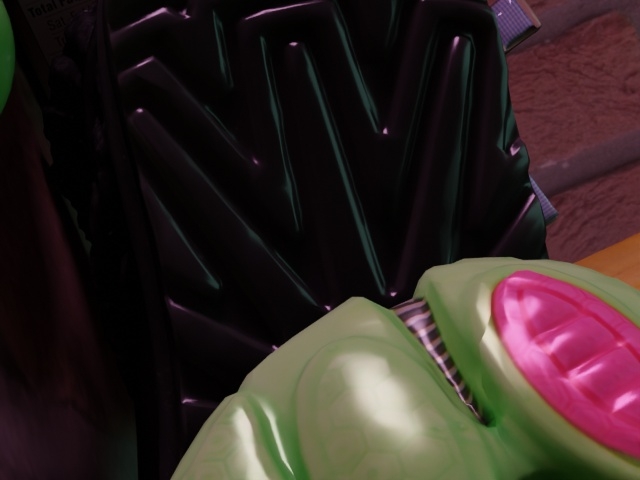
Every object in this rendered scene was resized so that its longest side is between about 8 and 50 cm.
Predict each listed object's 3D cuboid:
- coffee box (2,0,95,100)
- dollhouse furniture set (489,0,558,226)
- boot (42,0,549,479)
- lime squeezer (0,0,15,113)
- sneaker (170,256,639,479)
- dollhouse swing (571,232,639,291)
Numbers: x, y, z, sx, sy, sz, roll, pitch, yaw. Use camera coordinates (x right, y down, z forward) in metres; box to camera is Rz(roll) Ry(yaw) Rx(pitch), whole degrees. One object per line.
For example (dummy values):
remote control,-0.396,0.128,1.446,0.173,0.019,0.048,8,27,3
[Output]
coffee box,-0.041,-0.061,0.817,0.168,0.118,0.297,-100,167,-66
dollhouse furniture set,0.095,-0.087,1.537,0.303,0.286,0.198,57,4,1
boot,-0.007,0.059,0.587,0.260,0.131,0.348,161,-75,-77
lime squeezer,-0.108,-0.057,0.381,0.310,0.058,0.110,-89,157,-77
sneaker,0.061,0.244,0.395,0.202,0.185,0.483,96,-18,-80
dollhouse swing,0.223,0.217,1.004,0.305,0.315,0.347,28,-43,57
